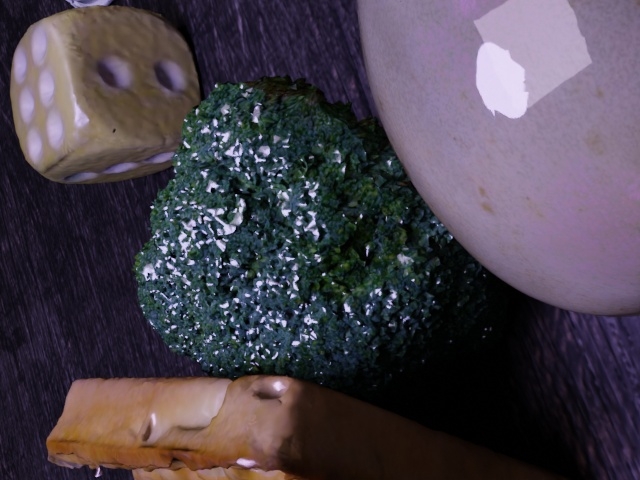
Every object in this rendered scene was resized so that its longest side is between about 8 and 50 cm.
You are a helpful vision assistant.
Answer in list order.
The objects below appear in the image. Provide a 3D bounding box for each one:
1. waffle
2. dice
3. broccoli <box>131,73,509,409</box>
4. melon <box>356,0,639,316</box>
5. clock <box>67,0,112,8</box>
[{"bbox_3d":[0.006,0.181,0.631,0.304,0.348,0.077,-14,57,48],"label":"waffle"},{"bbox_3d":[-0.254,-0.167,0.980,0.166,0.169,0.169,-21,79,48],"label":"dice"},{"bbox_3d":[0.000,0.000,0.662,0.308,0.308,0.275,-44,27,42],"label":"broccoli"},{"bbox_3d":[0.153,-0.127,0.458,0.268,0.268,0.330,-36,60,44],"label":"melon"},{"bbox_3d":[-0.325,-0.429,1.118,0.236,0.053,0.236,10,103,47],"label":"clock"}]
